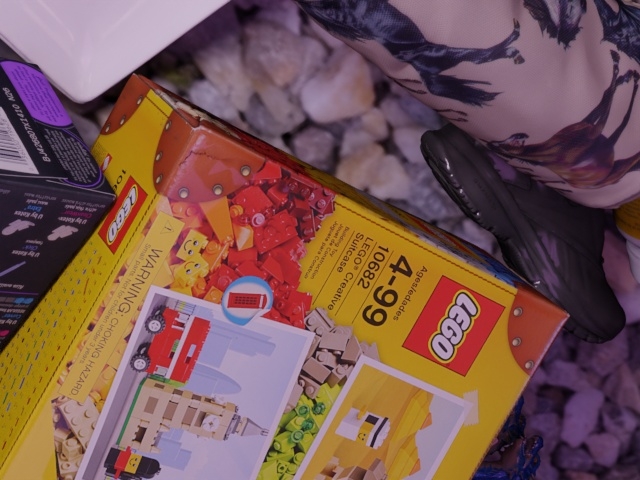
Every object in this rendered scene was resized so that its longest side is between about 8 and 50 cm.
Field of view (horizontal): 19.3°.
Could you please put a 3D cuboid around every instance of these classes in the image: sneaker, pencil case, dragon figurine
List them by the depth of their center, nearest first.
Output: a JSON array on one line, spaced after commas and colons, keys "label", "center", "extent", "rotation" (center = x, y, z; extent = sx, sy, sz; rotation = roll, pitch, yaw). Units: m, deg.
[{"label": "pencil case", "center": [0.116, -0.188, 1.440], "extent": [0.160, 0.183, 0.410], "rotation": [-18, 142, 42]}, {"label": "sneaker", "center": [0.211, -0.020, 1.673], "extent": [0.130, 0.109, 0.286], "rotation": [-39, 124, 0]}, {"label": "dragon figurine", "center": [0.103, 0.267, 1.818], "extent": [0.144, 0.085, 0.289], "rotation": [19, 112, -22]}]

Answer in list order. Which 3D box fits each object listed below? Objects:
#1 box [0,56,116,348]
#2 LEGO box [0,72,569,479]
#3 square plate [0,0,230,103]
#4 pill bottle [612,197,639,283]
[{"label": "box", "center": [-0.313, -0.003, 1.475], "extent": [0.143, 0.165, 0.270], "rotation": [9, 129, -48]}, {"label": "LEGO box", "center": [-0.096, 0.173, 1.556], "extent": [0.372, 0.193, 0.500], "rotation": [26, 98, -26]}, {"label": "square plate", "center": [-0.164, -0.303, 1.410], "extent": [0.347, 0.049, 0.344], "rotation": [-33, 128, 18]}, {"label": "pill bottle", "center": [0.313, -0.064, 1.658], "extent": [0.119, 0.119, 0.208], "rotation": [-15, 121, -5]}]
